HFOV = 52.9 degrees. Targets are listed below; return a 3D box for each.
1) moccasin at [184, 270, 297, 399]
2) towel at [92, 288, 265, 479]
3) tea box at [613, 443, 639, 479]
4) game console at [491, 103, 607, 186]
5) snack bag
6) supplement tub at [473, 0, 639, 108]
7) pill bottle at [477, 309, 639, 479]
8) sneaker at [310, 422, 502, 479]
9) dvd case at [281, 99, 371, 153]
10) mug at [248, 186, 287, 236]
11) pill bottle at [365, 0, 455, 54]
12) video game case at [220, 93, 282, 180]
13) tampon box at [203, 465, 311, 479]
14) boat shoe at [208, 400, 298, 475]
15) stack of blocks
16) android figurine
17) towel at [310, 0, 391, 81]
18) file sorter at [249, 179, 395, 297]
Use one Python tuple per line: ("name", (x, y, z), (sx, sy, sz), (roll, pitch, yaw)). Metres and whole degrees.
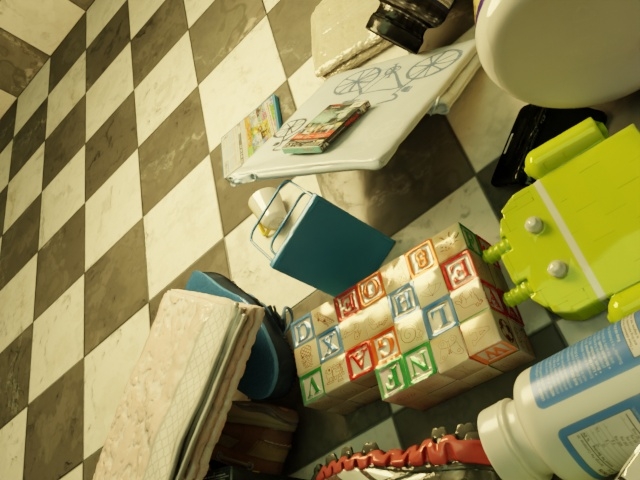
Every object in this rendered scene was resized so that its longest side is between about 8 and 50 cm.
("moccasin", (-0.112, 0.133, 1.034), (0.342, 0.117, 0.137), (43, 110, 52))
("towel", (-0.222, 0.233, 0.935), (0.317, 0.053, 0.332), (-4, 62, 58))
("tea box", (0.320, 0.341, 0.419), (0.323, 0.220, 0.329), (-56, 42, 6))
("game console", (0.295, -0.117, 0.841), (0.122, 0.071, 0.107), (-66, 12, -5))
("snack bag", (0.059, -0.191, 0.986), (0.323, 0.037, 0.342), (0, 40, 43))
("supplement tub", (0.302, -0.356, 0.779), (0.241, 0.241, 0.331), (-21, 52, 37))
("pill bottle", (0.272, 0.163, 0.634), (0.221, 0.124, 0.124), (-36, 48, 27))
("sneaker", (0.095, 0.307, 0.754), (0.276, 0.097, 0.135), (-24, 52, 34))
("dvd case", (0.008, -0.166, 0.941), (0.087, 0.013, 0.119), (6, 45, 48))
("mug", (-0.089, -0.048, 1.166), (0.062, 0.078, 0.064), (-25, 56, -7))
("pill bottle", (0.160, -0.409, 0.991), (0.123, 0.123, 0.219), (47, 115, 47))
("video game case", (-0.144, -0.212, 1.328), (0.166, 0.015, 0.119), (-33, 49, 29))
("tampon box", (-0.099, 0.374, 0.865), (0.120, 0.161, 0.101), (-26, 52, 33))
("boat shoe", (-0.174, 0.314, 1.008), (0.324, 0.123, 0.116), (-13, 63, 43))
("stack of blocks", (0.105, 0.130, 0.844), (0.297, 0.087, 0.171), (-34, 49, 28))
("android figurine", (0.315, -0.019, 0.721), (0.273, 0.056, 0.248), (-31, 56, 23))
("towel", (0.097, -0.419, 1.172), (0.282, 0.049, 0.187), (-23, 56, 34))
("file sorter", (0.000, 0.000, 0.959), (0.118, 0.170, 0.104), (-58, 38, 5))
